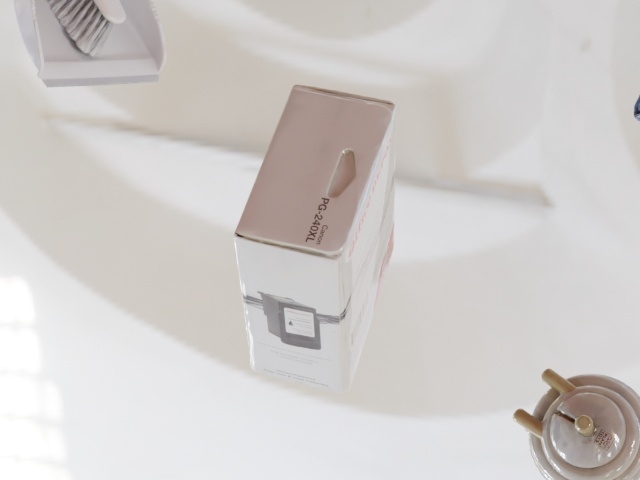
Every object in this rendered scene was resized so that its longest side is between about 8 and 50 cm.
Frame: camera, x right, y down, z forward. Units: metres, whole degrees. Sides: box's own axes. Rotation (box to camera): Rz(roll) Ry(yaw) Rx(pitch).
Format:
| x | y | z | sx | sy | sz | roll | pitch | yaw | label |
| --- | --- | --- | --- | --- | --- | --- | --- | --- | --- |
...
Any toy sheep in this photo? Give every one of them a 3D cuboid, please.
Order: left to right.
| x | y | z | sx | sy | sz | roll | pitch | yaw | label |
| --- | --- | --- | --- | --- | --- | --- | --- | --- | --- |
| 0.175 | 0.127 | 1.247 | 0.091 | 0.132 | 0.091 | -2 | -99 | 16 | toy sheep |

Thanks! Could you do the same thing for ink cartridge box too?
| x | y | z | sx | sy | sz | roll | pitch | yaw | label |
| --- | --- | --- | --- | --- | --- | --- | --- | --- | --- |
| 0.000 | 0.000 | 1.083 | 0.063 | 0.150 | 0.109 | 13 | -122 | 11 | ink cartridge box |

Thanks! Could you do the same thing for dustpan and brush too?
| x | y | z | sx | sy | sz | roll | pitch | yaw | label |
| --- | --- | --- | --- | --- | --- | --- | --- | --- | --- |
| -0.193 | -0.225 | 1.468 | 0.147 | 0.060 | 0.211 | -10 | -110 | -55 | dustpan and brush |

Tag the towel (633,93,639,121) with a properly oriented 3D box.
| x | y | z | sx | sy | sz | roll | pitch | yaw | label |
| --- | --- | --- | --- | --- | --- | --- | --- | --- | --- |
| 0.300 | -0.104 | 1.456 | 0.119 | 0.067 | 0.029 | 12 | -156 | -27 | towel |
